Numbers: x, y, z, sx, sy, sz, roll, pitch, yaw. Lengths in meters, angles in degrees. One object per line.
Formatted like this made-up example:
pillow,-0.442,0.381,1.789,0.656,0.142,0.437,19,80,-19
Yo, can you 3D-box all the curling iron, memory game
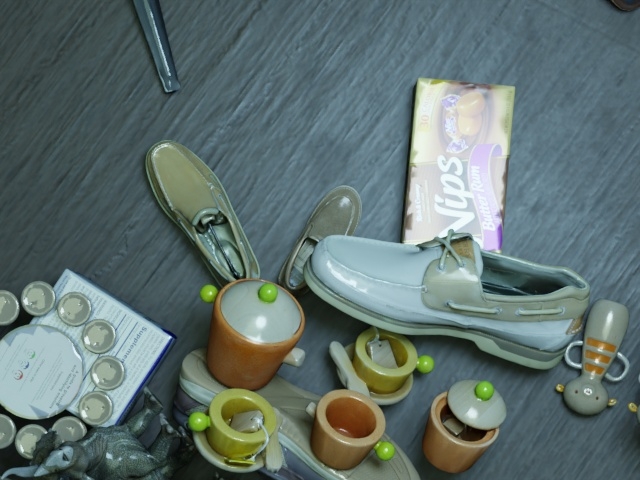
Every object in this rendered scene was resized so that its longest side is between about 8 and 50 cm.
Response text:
curling iron,-0.187,-0.296,1.956,0.068,0.035,0.274,-10,85,-1
memory game,-0.294,0.134,1.854,0.186,0.012,0.186,0,85,0

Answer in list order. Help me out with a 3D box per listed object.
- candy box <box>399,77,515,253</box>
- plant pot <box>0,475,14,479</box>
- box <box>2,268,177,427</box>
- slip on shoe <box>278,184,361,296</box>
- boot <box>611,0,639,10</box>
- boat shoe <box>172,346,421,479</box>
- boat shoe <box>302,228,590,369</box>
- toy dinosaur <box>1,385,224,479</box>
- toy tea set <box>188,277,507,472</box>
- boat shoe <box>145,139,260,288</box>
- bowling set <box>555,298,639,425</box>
candy box,0.147,-0.076,1.932,0.109,0.053,0.187,6,83,0
plant pot,-0.400,0.327,1.713,0.323,0.280,0.323,-5,56,8
box,-0.243,0.118,1.898,0.137,0.072,0.126,33,87,3
slip on shoe,0.000,0.000,1.928,0.051,0.041,0.135,37,85,3
boot,0.301,-0.361,1.957,0.082,0.106,0.219,-24,114,-7
boat shoe,-0.029,0.216,1.881,0.285,0.103,0.092,29,125,8
boat shoe,0.135,0.040,1.860,0.302,0.113,0.103,15,125,-17
toy dinosaur,-0.192,0.259,1.839,0.160,0.313,0.121,-39,42,-4
toy tea set,0.029,0.134,1.822,0.336,0.124,0.200,5,44,-18
boat shoe,-0.123,-0.029,1.913,0.068,0.072,0.190,-36,86,-4
bowling set,0.392,0.165,1.846,0.287,0.200,0.154,17,86,5
